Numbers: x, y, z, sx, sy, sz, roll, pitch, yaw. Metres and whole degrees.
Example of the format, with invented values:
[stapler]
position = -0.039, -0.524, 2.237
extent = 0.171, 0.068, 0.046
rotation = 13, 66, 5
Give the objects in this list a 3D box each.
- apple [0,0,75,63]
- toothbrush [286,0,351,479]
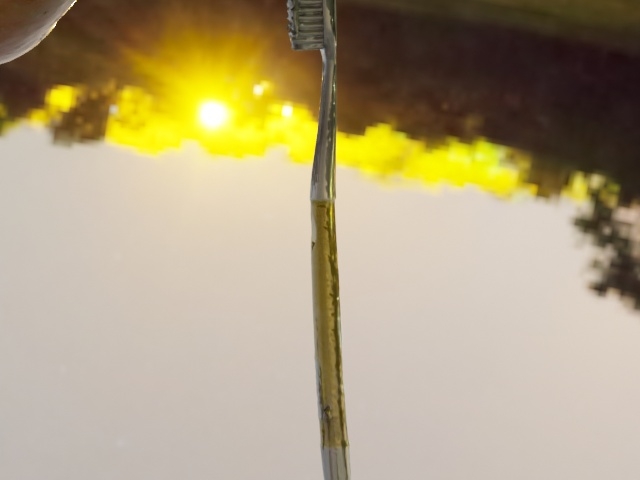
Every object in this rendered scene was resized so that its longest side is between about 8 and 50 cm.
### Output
[apple]
position = -0.226, -0.215, 1.079
extent = 0.173, 0.210, 0.235
rotation = 15, 143, -21
[toothbrush]
position = 0.000, 0.000, 0.917
extent = 0.024, 0.288, 0.021
rotation = -5, -167, -13
